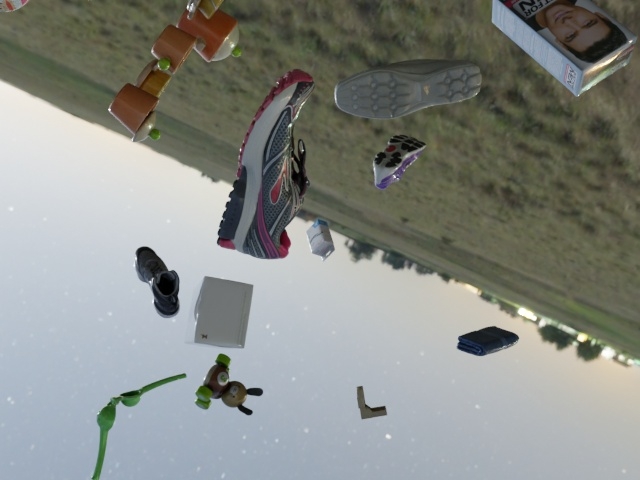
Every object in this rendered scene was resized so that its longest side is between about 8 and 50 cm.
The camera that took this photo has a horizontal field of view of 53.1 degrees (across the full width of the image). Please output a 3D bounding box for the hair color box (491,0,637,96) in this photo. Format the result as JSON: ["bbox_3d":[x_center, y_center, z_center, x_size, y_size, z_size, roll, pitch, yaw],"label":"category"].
[{"bbox_3d":[0.675,-0.599,1.807,0.375,0.185,0.114,55,175,28],"label":"hair color box"}]

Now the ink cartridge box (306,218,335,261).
[{"bbox_3d":[0.000,0.000,1.428,0.028,0.048,0.083,18,-140,-36],"label":"ink cartridge box"}]

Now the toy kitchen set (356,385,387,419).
[{"bbox_3d":[0.140,0.442,1.781,0.075,0.084,0.068,-9,-178,2],"label":"toy kitchen set"}]

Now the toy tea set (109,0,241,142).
[{"bbox_3d":[-0.238,-0.309,1.144,0.124,0.336,0.200,35,173,-15],"label":"toy tea set"}]

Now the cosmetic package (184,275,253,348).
[{"bbox_3d":[-0.322,0.233,1.974,0.155,0.197,0.365,11,169,-15],"label":"cosmetic package"}]

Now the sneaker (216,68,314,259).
[{"bbox_3d":[-0.063,-0.109,0.951,0.111,0.299,0.121,19,-150,-2],"label":"sneaker"}]

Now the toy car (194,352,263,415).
[{"bbox_3d":[-0.288,0.489,2.079,0.188,0.155,0.149,25,144,6],"label":"toy car"}]

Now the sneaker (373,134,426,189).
[{"bbox_3d":[0.153,-0.160,1.294,0.068,0.071,0.170,29,-134,24],"label":"sneaker"}]

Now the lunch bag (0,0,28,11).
[{"bbox_3d":[-0.578,-0.526,1.050,0.293,0.258,0.120,36,167,-3],"label":"lunch bag"}]

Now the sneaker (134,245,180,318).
[{"bbox_3d":[-0.525,0.110,2.081,0.269,0.101,0.153,60,150,18],"label":"sneaker"}]

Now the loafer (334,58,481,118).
[{"bbox_3d":[0.182,-0.328,1.371,0.319,0.112,0.111,-7,-156,-9],"label":"loafer"}]

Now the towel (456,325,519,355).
[{"bbox_3d":[0.307,0.186,1.172,0.119,0.029,0.067,-5,-165,-42],"label":"towel"}]

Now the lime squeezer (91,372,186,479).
[{"bbox_3d":[-0.444,0.399,1.485,0.110,0.310,0.059,45,151,-10],"label":"lime squeezer"}]
